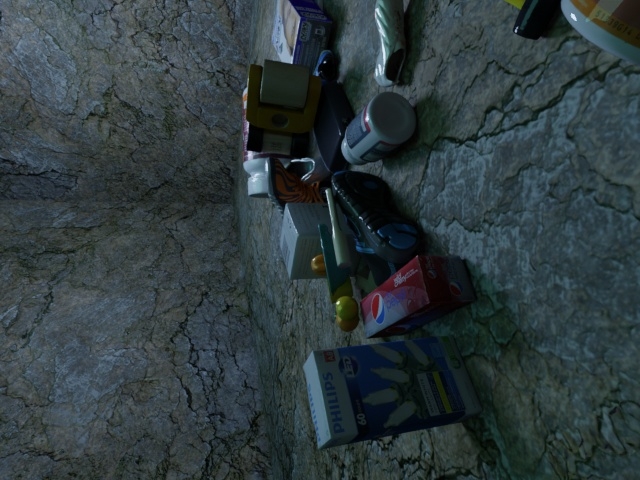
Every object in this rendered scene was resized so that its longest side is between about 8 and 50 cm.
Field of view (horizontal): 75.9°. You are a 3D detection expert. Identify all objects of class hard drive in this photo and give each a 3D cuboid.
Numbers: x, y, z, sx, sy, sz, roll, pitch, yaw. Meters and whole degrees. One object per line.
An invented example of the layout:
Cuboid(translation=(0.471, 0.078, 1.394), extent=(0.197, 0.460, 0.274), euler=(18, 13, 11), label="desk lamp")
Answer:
Cuboid(translation=(0.035, -0.326, 1.188), extent=(0.172, 0.054, 0.254), euler=(112, 151, -48), label="hard drive")

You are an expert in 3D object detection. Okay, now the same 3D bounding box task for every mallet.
Cuboid(translation=(0.264, -0.348, 0.566), extent=(0.062, 0.039, 0.189), euler=(112, 155, -47), label="mallet")

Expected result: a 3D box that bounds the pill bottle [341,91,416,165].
Cuboid(translation=(0.114, -0.229, 0.882), extent=(0.180, 0.108, 0.108), euler=(155, 113, -69), label="pill bottle")

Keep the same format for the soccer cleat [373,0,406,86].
Cuboid(translation=(0.150, -0.421, 0.848), extent=(0.076, 0.068, 0.196), euler=(-135, 41, -57), label="soccer cleat")

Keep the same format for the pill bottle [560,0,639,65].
Cuboid(translation=(0.306, -0.257, 0.308), extent=(0.216, 0.121, 0.121), euler=(115, 148, -51), label="pill bottle")

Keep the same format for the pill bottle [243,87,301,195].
Cuboid(translation=(-0.178, -0.361, 1.540), extent=(0.224, 0.224, 0.392), euler=(178, 92, -71), label="pill bottle")

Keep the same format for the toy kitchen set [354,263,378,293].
Cuboid(translation=(0.135, 0.079, 0.950), extent=(0.083, 0.075, 0.068), euler=(26, 129, 24), label="toy kitchen set")

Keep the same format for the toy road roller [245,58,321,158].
Cuboid(translation=(-0.125, -0.434, 1.288), extent=(0.329, 0.203, 0.240), euler=(109, 164, -53), label="toy road roller")

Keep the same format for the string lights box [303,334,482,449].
Cuboid(translation=(0.113, 0.241, 0.670), extent=(0.076, 0.260, 0.133), euler=(113, 149, -50), label="string lights box")

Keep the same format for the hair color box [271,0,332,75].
Cuboid(translation=(-0.073, -0.684, 1.353), extent=(0.338, 0.110, 0.185), euler=(-112, 29, -43), label="hair color box")

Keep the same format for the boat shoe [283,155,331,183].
Cuboid(translation=(-0.091, -0.215, 1.324), extent=(0.277, 0.096, 0.098), euler=(-15, 81, 42), label="boat shoe")

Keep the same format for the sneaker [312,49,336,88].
Cuboid(translation=(0.007, -0.494, 1.255), extent=(0.084, 0.058, 0.152), euler=(-101, 26, -50), label="sneaker")

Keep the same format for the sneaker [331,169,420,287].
Cuboid(translation=(0.097, -0.041, 0.917), extent=(0.341, 0.125, 0.139), euler=(-110, 22, -49), label="sneaker")

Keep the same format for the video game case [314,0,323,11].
Cuboid(translation=(-0.020, -0.714, 1.388), extent=(0.143, 0.019, 0.157), euler=(171, 97, -71), label="video game case")

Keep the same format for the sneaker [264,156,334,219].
Cuboid(translation=(-0.052, -0.157, 1.214), extent=(0.321, 0.180, 0.124), euler=(64, -162, -70), label="sneaker")

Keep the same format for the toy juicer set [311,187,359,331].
Cuboid(translation=(0.026, 0.076, 0.930), extent=(0.209, 0.090, 0.329), euler=(-99, -2, -49), label="toy juicer set")

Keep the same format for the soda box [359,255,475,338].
Cuboid(translation=(0.165, 0.114, 0.770), extent=(0.263, 0.092, 0.083), euler=(124, 142, -59), label="soda box")

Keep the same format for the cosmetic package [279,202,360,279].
Cuboid(translation=(0.000, 0.000, 1.102), extent=(0.151, 0.184, 0.151), euler=(-114, 28, -48), label="cosmetic package")
